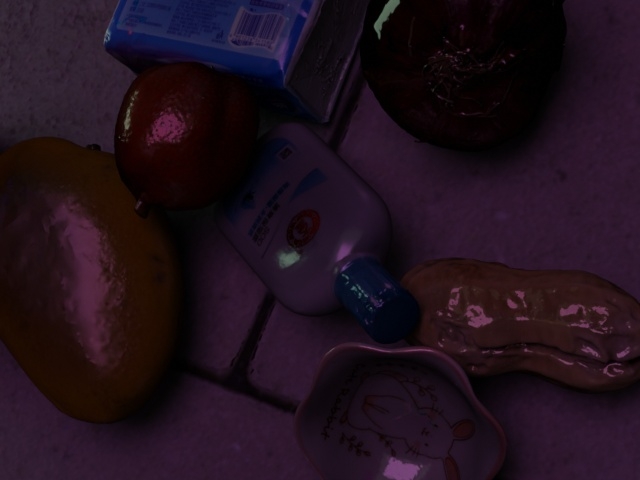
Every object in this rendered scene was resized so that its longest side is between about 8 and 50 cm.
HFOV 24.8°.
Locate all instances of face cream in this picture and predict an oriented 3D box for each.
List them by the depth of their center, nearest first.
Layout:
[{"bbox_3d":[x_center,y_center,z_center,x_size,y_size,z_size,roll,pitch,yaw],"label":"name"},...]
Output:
[{"bbox_3d":[0.000,0.000,1.602,0.163,0.080,0.337,-49,41,7],"label":"face cream"}]

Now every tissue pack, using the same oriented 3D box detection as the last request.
[{"bbox_3d":[-0.095,-0.268,1.755,0.263,0.146,0.198,14,75,28],"label":"tissue pack"}]

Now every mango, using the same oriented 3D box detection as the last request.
[{"bbox_3d":[-0.287,0.043,1.707,0.253,0.182,0.365,-27,63,11],"label":"mango"}]

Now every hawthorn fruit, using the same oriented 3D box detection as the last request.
[{"bbox_3d":[-0.157,-0.107,1.648,0.169,0.169,0.188,14,80,27],"label":"hawthorn fruit"}]

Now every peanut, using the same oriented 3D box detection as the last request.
[{"bbox_3d":[0.208,0.087,1.512,0.290,0.130,0.130,6,74,23],"label":"peanut"}]

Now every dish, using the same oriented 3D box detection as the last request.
[{"bbox_3d":[0.089,0.189,1.531,0.229,0.081,0.229,8,114,17],"label":"dish"}]

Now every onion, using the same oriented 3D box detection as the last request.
[{"bbox_3d":[0.155,-0.234,1.569,0.221,0.281,0.281,9,75,5],"label":"onion"}]
